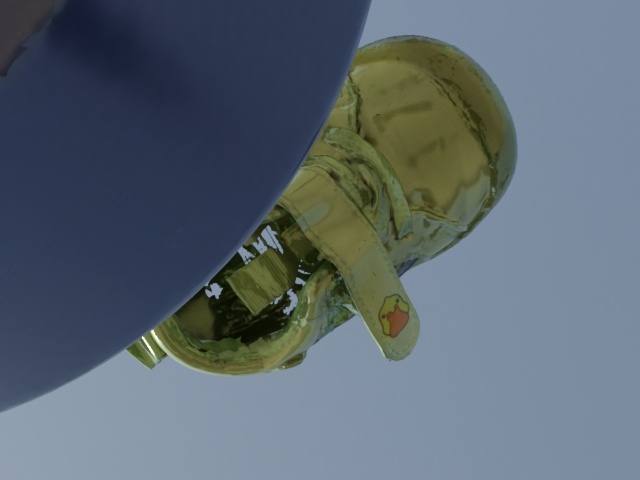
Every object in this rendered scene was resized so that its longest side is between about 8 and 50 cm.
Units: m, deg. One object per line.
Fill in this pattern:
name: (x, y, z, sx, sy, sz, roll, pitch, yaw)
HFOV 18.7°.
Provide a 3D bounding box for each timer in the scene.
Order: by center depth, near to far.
timer: (-0.158, -0.118, 0.338, 0.270, 0.383, 0.270, -3, -103, 15)

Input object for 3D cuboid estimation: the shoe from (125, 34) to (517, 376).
shoe: (0.001, -0.002, 1.139, 0.262, 0.140, 0.128, -29, -151, 13)
